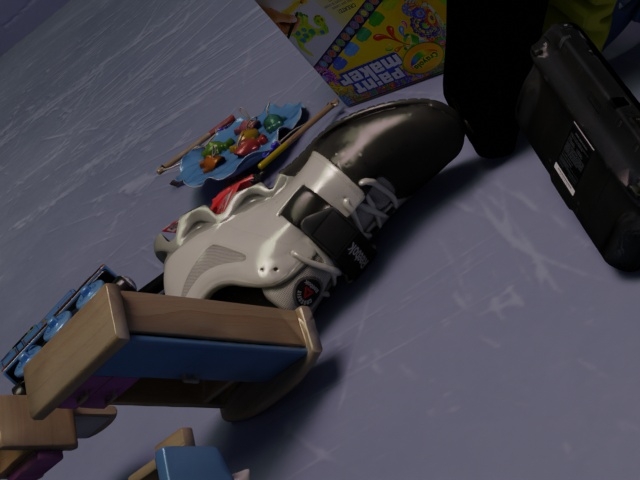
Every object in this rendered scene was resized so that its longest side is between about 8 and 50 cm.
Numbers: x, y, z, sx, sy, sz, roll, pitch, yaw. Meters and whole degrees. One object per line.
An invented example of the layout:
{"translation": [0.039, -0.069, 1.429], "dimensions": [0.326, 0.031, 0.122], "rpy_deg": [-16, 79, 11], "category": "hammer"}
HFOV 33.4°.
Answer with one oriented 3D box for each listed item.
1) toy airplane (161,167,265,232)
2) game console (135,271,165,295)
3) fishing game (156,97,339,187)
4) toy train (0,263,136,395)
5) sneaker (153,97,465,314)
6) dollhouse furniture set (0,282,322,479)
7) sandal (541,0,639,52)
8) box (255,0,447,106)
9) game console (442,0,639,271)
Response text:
{"translation": [-0.122, -0.039, 1.253], "dimensions": [0.151, 0.028, 0.151], "rpy_deg": [-34, 22, 16], "category": "toy airplane"}
{"translation": [-0.151, 0.034, 1.152], "dimensions": [0.122, 0.107, 0.071], "rpy_deg": [-36, 58, 15], "category": "game console"}
{"translation": [-0.106, -0.125, 1.306], "dimensions": [0.189, 0.041, 0.264], "rpy_deg": [-41, 23, -23], "category": "fishing game"}
{"translation": [-0.283, 0.108, 1.212], "dimensions": [0.184, 0.080, 0.105], "rpy_deg": [-49, 23, -9], "category": "toy train"}
{"translation": [0.000, 0.000, 0.979], "dimensions": [0.331, 0.122, 0.146], "rpy_deg": [-32, 48, 19], "category": "sneaker"}
{"translation": [-0.113, 0.229, 0.831], "dimensions": [0.286, 0.198, 0.303], "rpy_deg": [-41, 54, 37], "category": "dollhouse furniture set"}
{"translation": [0.253, -0.256, 0.879], "dimensions": [0.138, 0.126, 0.317], "rpy_deg": [-38, -10, -24], "category": "sandal"}
{"translation": [0.056, -0.363, 1.201], "dimensions": [0.177, 0.279, 0.289], "rpy_deg": [-14, 40, 43], "category": "box"}
{"translation": [0.178, -0.117, 0.851], "dimensions": [0.044, 0.213, 0.361], "rpy_deg": [-9, 46, -13], "category": "game console"}
